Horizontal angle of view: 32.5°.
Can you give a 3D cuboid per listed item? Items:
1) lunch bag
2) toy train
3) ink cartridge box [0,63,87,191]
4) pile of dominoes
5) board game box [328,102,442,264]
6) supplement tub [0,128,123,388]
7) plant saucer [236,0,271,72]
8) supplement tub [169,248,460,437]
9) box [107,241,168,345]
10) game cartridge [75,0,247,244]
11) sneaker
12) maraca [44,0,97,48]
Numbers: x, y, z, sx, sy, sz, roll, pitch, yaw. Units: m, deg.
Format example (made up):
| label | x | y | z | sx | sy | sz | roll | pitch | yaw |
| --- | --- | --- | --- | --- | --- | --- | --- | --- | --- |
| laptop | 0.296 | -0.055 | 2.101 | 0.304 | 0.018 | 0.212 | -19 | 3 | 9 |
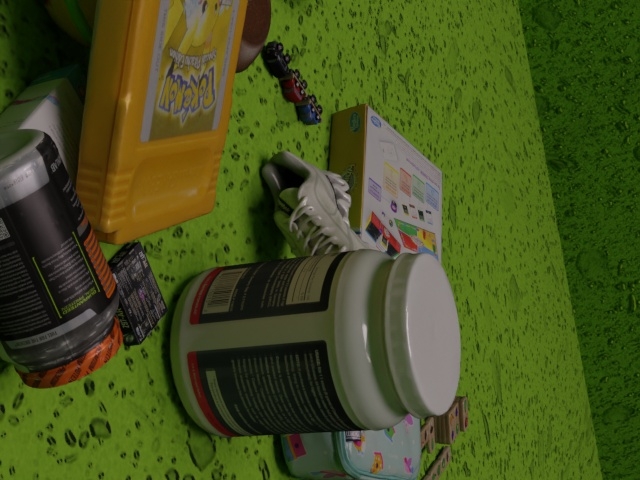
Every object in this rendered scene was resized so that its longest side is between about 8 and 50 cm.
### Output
| label | x | y | z | sx | sy | sz | roll | pitch | yaw |
| --- | --- | --- | --- | --- | --- | --- | --- | --- | --- |
| lunch bag | 0.044 | 0.211 | 1.454 | 0.279 | 0.107 | 0.224 | 33 | 54 | -59 |
| toy train | -0.035 | -0.208 | 1.498 | 0.158 | 0.027 | 0.036 | 54 | 40 | -46 |
| ink cartridge box | -0.241 | -0.087 | 0.979 | 0.122 | 0.052 | 0.089 | -67 | 142 | -50 |
| pile of dominoes | 0.192 | 0.317 | 1.801 | 0.251 | 0.040 | 0.196 | -33 | 122 | -64 |
| board game box | 0.098 | -0.009 | 1.644 | 0.242 | 0.064 | 0.317 | 35 | 51 | -47 |
| supplement tub | -0.236 | 0.017 | 0.882 | 0.117 | 0.117 | 0.190 | -57 | 134 | -55 |
| plant saucer | -0.108 | -0.308 | 1.357 | 0.198 | 0.036 | 0.199 | -7 | 90 | -66 |
| supplement tub | -0.005 | 0.110 | 1.175 | 0.191 | 0.272 | 0.191 | -7 | 90 | -66 |
| box | -0.187 | 0.053 | 1.097 | 0.067 | 0.018 | 0.083 | -58 | 134 | -55 |
| game cartridge | -0.140 | -0.169 | 1.057 | 0.285 | 0.052 | 0.324 | -32 | 132 | -73 |
| sneaker | 0.000 | 0.000 | 1.352 | 0.118 | 0.110 | 0.292 | 41 | 16 | -44 |
| maraca | -0.216 | -0.265 | 1.029 | 0.127 | 0.099 | 0.186 | -2 | 81 | -76 |
